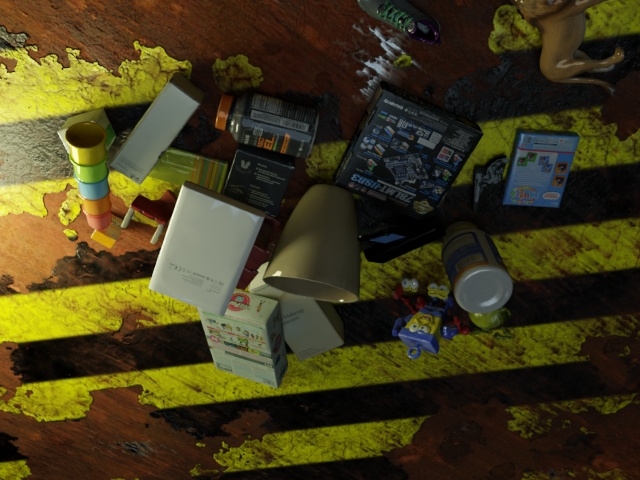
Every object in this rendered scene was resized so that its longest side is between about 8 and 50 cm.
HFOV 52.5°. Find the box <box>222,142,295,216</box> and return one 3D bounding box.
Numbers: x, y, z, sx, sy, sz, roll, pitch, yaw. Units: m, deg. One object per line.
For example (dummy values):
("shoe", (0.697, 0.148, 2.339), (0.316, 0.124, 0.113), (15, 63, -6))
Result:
("box", (-0.164, -0.169, 1.719), (0.156, 0.093, 0.158), (17, 121, -11))

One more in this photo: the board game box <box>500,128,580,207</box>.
("board game box", (0.588, -0.192, 1.749), (0.160, 0.039, 0.211), (3, 121, -3))

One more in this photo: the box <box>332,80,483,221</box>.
("box", (0.225, -0.224, 1.705), (0.295, 0.073, 0.293), (20, 120, -13))

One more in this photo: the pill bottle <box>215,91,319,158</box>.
("pill bottle", (-0.136, -0.295, 1.623), (0.245, 0.130, 0.130), (13, 120, -8))

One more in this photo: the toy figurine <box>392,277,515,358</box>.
("toy figurine", (0.334, 0.266, 1.825), (0.362, 0.217, 0.191), (11, 140, 38))

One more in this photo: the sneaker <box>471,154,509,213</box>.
("sneaker", (0.460, -0.150, 1.766), (0.089, 0.051, 0.170), (-1, 118, 5))

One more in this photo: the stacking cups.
("stacking cups", (-0.576, -0.154, 1.635), (0.096, 0.096, 0.316), (9, 142, -6))

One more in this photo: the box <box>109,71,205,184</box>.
("box", (-0.408, -0.280, 1.628), (0.094, 0.113, 0.275), (36, 112, -19))

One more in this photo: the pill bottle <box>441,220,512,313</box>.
("pill bottle", (0.413, 0.061, 1.764), (0.152, 0.272, 0.152), (-1, 121, -1))

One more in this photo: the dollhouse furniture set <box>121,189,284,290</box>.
("dollhouse furniture set", (-0.306, -0.048, 1.738), (0.374, 0.201, 0.152), (30, 117, -11))

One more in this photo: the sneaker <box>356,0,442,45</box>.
("sneaker", (0.187, -0.525, 1.505), (0.223, 0.098, 0.083), (21, 119, -14))

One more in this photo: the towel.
("towel", (-0.371, -0.197, 1.744), (0.237, 0.021, 0.102), (15, 114, -9))

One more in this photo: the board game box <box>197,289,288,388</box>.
("board game box", (-0.222, 0.285, 1.915), (0.224, 0.097, 0.303), (13, 137, 18))

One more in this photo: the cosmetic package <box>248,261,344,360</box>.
("cosmetic package", (-0.067, 0.198, 1.934), (0.160, 0.113, 0.309), (-25, 119, 15))

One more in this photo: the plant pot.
("plant pot", (0.000, 0.000, 1.714), (0.256, 0.274, 0.256), (11, 166, 3))

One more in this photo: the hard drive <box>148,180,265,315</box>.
("hard drive", (-0.290, 0.027, 1.639), (0.210, 0.040, 0.319), (22, 118, -7))

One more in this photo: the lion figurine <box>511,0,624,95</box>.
("lion figurine", (0.569, -0.487, 1.515), (0.240, 0.142, 0.392), (-11, 125, 14))

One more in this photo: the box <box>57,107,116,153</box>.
("box", (-0.590, -0.270, 1.646), (0.102, 0.101, 0.087), (-16, 120, 6))

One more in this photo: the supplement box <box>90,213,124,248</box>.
("supplement box", (-0.586, -0.031, 1.793), (0.062, 0.098, 0.036), (32, 119, -20))

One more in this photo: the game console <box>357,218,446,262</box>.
("game console", (0.191, -0.001, 1.718), (0.213, 0.361, 0.044), (-26, 75, 22))
